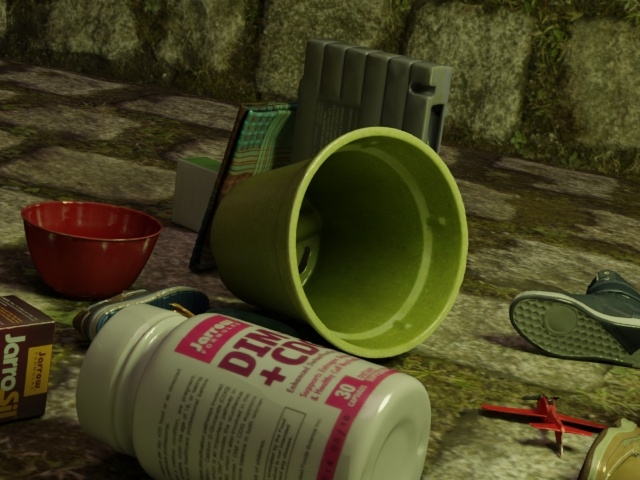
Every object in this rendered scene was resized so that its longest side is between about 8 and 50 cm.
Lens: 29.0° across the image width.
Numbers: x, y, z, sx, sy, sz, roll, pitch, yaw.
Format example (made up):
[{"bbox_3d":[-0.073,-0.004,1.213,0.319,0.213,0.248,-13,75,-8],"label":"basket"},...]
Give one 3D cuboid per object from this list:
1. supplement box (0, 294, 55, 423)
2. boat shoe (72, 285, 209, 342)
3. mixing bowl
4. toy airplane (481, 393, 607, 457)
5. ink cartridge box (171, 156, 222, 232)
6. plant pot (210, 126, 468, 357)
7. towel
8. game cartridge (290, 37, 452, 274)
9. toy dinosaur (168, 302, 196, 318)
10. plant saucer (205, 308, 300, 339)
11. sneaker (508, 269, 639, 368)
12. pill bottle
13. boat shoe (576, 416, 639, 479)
[{"bbox_3d":[-0.353,0.120,1.161,0.188,0.104,0.081,-6,21,-45],"label":"supplement box"},{"bbox_3d":[-0.212,0.083,1.468,0.066,0.066,0.183,14,12,39],"label":"boat shoe"},{"bbox_3d":[-0.299,0.018,1.603,0.181,0.098,0.181,7,15,-2],"label":"mixing bowl"},{"bbox_3d":[0.254,0.198,1.374,0.151,0.028,0.151,9,14,-2],"label":"toy airplane"},{"bbox_3d":[-0.145,-0.056,1.967,0.209,0.109,0.062,21,19,40],"label":"ink cartridge box"},{"bbox_3d":[0.000,0.000,1.564,0.276,0.276,0.254,-2,2,-36],"label":"plant pot"},{"bbox_3d":[-0.027,-0.089,1.853,0.040,0.271,0.370,33,26,30],"label":"towel"},{"bbox_3d":[0.055,-0.083,1.689,0.068,0.355,0.230,-9,23,-44],"label":"game cartridge"},{"bbox_3d":[-0.126,0.125,1.406,0.211,0.064,0.112,-11,45,-36],"label":"toy dinosaur"},{"bbox_3d":[-0.084,0.111,1.501,0.119,0.021,0.119,15,9,-2],"label":"plant saucer"},{"bbox_3d":[0.352,0.094,1.691,0.226,0.086,0.163,16,24,-10],"label":"sneaker"},{"bbox_3d":[-0.062,0.156,1.079,0.283,0.160,0.160,15,16,26],"label":"pill bottle"},{"bbox_3d":[0.307,0.225,1.237,0.072,0.068,0.190,27,20,21],"label":"boat shoe"}]
